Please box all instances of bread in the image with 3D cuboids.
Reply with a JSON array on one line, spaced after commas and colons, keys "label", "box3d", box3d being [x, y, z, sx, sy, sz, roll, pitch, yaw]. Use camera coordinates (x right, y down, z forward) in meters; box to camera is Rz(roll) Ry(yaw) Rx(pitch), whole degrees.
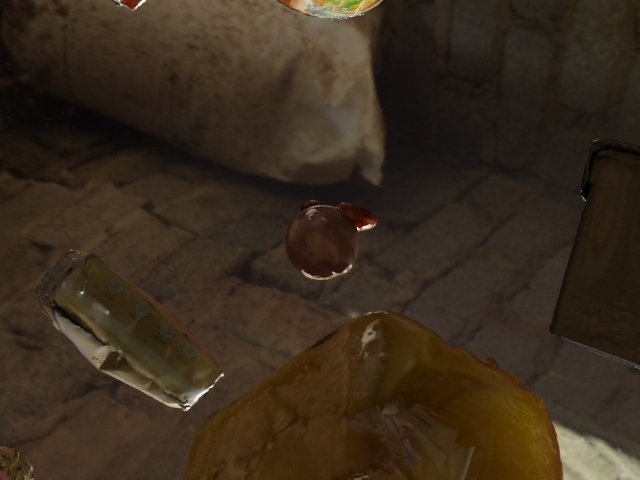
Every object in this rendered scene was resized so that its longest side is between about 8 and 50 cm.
[{"label": "bread", "box3d": [0.040, 0.274, 0.789, 0.394, 0.250, 0.361, -40, -151, 42]}]

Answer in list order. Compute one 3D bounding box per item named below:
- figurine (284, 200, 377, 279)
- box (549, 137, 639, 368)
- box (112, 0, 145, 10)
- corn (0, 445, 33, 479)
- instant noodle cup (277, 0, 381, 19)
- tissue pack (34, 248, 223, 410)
[{"label": "figurine", "box3d": [0.000, 0.000, 0.820, 0.067, 0.083, 0.071, 35, 67, -40]}, {"label": "box", "box3d": [0.305, 0.021, 0.682, 0.252, 0.188, 0.153, -2, 108, -61]}, {"label": "box", "box3d": [-0.381, -0.565, 1.270, 0.122, 0.385, 0.344, -33, 146, 22]}, {"label": "corn", "box3d": [-0.615, 0.414, 1.433, 0.126, 0.335, 0.126, -15, 90, -81]}, {"label": "instant noodle cup", "box3d": [0.024, -0.431, 1.132, 0.296, 0.296, 0.214, -58, -176, -19]}, {"label": "tissue pack", "box3d": [-0.282, 0.132, 1.300, 0.256, 0.215, 0.123, 46, 76, -18]}]
